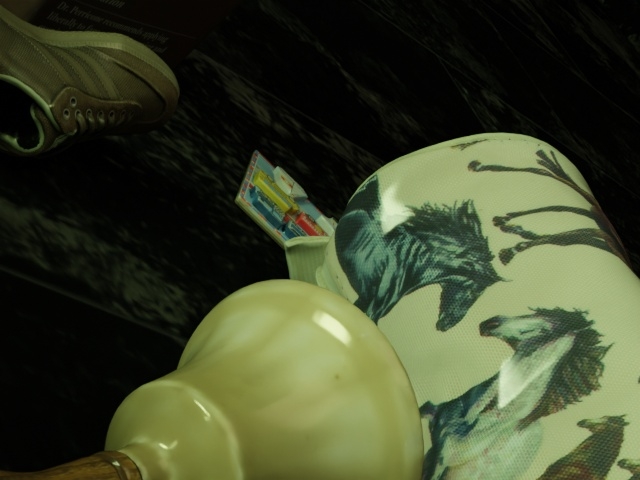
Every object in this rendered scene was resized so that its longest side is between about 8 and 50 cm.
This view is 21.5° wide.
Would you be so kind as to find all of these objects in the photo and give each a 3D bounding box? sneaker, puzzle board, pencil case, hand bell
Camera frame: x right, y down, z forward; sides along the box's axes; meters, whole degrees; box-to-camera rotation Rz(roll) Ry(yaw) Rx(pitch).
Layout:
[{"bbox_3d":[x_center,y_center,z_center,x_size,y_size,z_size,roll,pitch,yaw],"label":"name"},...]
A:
[{"bbox_3d":[-0.138,-0.066,0.829,0.188,0.066,0.071,14,54,-51],"label":"sneaker"},{"bbox_3d":[0.000,0.000,1.061,0.128,0.011,0.096,44,18,-12],"label":"puzzle board"},{"bbox_3d":[0.113,0.121,0.837,0.410,0.183,0.160,-109,179,-50],"label":"pencil case"},{"bbox_3d":[-0.079,0.089,0.591,0.242,0.126,0.126,-9,58,-55],"label":"hand bell"}]

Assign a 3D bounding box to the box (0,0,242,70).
[{"bbox_3d":[-0.110,-0.228,0.976,0.167,0.203,0.168,54,18,19],"label":"box"}]
